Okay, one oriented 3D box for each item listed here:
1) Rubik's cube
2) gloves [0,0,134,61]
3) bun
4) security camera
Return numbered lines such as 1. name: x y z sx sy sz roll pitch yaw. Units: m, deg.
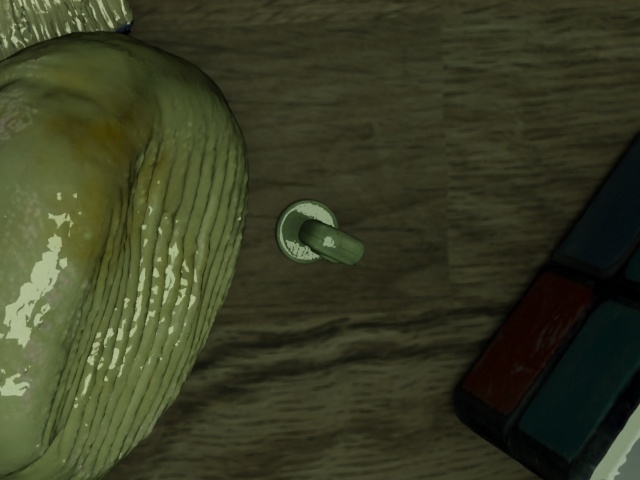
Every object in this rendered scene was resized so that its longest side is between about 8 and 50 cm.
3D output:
1. Rubik's cube: 0.347 0.119 1.495 0.313 0.316 0.318 35 88 -15
2. gloves: -0.242 -0.273 1.405 0.210 0.135 0.312 -17 98 -4
3. bun: -0.206 0.014 1.362 0.219 0.365 0.365 21 93 16
4. security camera: 0.000 0.000 1.516 0.058 0.092 0.058 -2 100 -13
